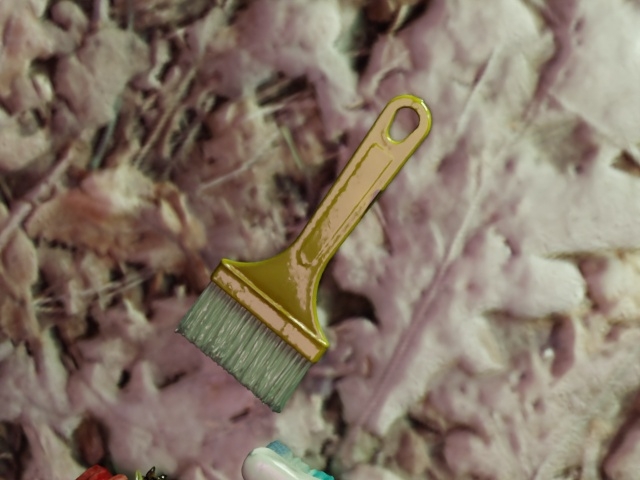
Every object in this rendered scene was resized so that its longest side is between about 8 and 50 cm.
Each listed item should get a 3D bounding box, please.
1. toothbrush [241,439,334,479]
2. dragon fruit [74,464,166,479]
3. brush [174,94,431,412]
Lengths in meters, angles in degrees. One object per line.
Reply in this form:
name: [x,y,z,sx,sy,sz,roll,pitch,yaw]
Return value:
toothbrush: [0.128,0.242,0.910,0.418,0.040,0.042,34,105,11]
dragon fruit: [-0.085,0.217,0.977,0.092,0.122,0.192,-33,81,-20]
brush: [0.000,0.000,0.936,0.083,0.011,0.205,39,107,11]
